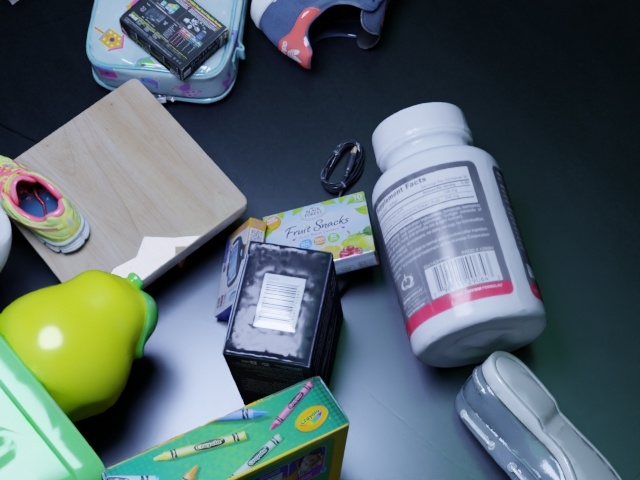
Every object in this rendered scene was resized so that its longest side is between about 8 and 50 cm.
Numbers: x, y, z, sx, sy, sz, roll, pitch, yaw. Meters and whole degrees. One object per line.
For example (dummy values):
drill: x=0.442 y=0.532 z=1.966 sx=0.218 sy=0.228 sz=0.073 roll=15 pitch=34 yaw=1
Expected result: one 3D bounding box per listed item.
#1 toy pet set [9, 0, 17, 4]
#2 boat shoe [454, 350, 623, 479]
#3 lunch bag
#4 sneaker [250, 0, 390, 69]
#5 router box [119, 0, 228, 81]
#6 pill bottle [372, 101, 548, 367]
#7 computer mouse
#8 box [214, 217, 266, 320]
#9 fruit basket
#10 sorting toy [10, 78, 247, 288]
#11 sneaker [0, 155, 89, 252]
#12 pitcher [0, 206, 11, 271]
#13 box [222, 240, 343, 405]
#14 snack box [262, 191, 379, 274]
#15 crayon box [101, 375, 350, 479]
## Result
toy pet set: x=-0.447 y=-0.419 z=1.933 sx=0.114 sy=0.065 sz=0.122 roll=-41 pitch=70 yaw=-15
boat shoe: x=0.283 y=0.288 z=1.581 sx=0.099 sy=0.116 sz=0.319 roll=-45 pitch=73 yaw=30
lunch bag: x=-0.210 y=-0.329 z=1.858 sx=0.224 sy=0.108 sz=0.279 roll=8 pitch=68 yaw=0
sneaker: x=0.076 y=-0.370 z=1.865 sx=0.350 sy=0.131 sz=0.148 roll=-35 pitch=76 yaw=-7
router box: x=-0.201 y=-0.290 z=1.763 sx=0.122 sy=0.038 sz=0.092 roll=41 pitch=72 yaw=12
pill bottle: x=0.166 y=-0.012 z=1.660 sx=0.176 sy=0.176 sz=0.318 roll=-12 pitch=66 yaw=-3
computer mouse: x=0.023 y=-0.035 z=1.751 sx=0.071 sy=0.041 sz=0.242 roll=6 pitch=65 yaw=6
box: x=-0.107 y=0.046 z=1.697 sx=0.028 sy=0.081 sz=0.136 roll=19 pitch=63 yaw=-20
fruit basket: x=-0.371 y=0.186 z=1.548 sx=0.392 sy=0.283 sz=0.392 roll=15 pitch=48 yaw=-17
sorting toy: x=-0.271 y=-0.046 z=1.742 sx=0.255 sy=0.089 sz=0.257 roll=-37 pitch=69 yaw=-14
sneaker: x=-0.391 y=-0.067 z=1.656 sx=0.208 sy=0.094 sz=0.081 roll=26 pitch=71 yaw=15
pitcher: x=-0.500 y=0.029 z=1.622 sx=0.207 sy=0.178 sz=0.125 roll=-40 pitch=67 yaw=33
box: x=-0.042 y=0.114 z=1.594 sx=0.108 sy=0.207 sz=0.153 roll=8 pitch=65 yaw=8
snack box: x=0.000 y=0.000 z=1.693 sx=0.141 sy=0.037 sz=0.100 roll=-15 pitch=53 yaw=7
crayon box: x=-0.107 y=0.281 z=1.483 sx=0.278 sy=0.165 sz=0.081 roll=-22 pitch=55 yaw=-23
